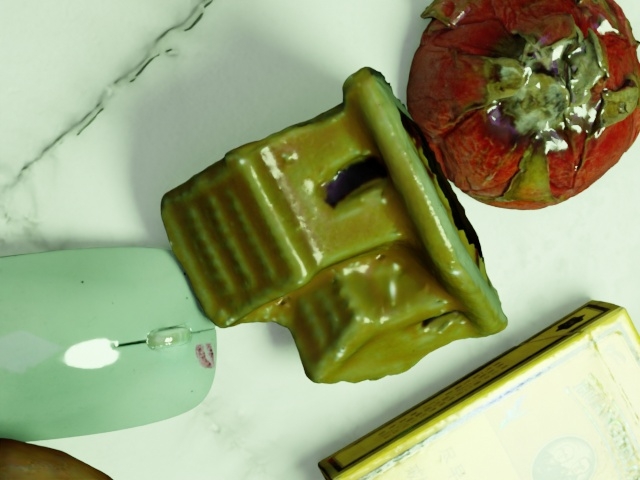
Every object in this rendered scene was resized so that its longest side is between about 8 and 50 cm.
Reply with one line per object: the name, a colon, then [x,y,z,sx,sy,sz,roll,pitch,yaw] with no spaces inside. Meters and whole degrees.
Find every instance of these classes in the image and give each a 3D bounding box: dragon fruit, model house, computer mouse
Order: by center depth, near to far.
model house: [0.004,0.010,1.426,0.239,0.173,0.268,-25,100,9]
computer mouse: [-0.228,0.089,1.430,0.288,0.097,0.159,-4,93,-10]
dragon fruit: [0.190,-0.131,1.463,0.224,0.148,0.218,23,91,-11]

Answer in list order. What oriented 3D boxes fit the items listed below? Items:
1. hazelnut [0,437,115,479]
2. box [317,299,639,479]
hazelnut: [-0.263,0.362,1.335,0.359,0.359,0.409,-22,89,-8]
box: [0.176,0.210,1.519,0.301,0.084,0.193,-30,100,-7]
